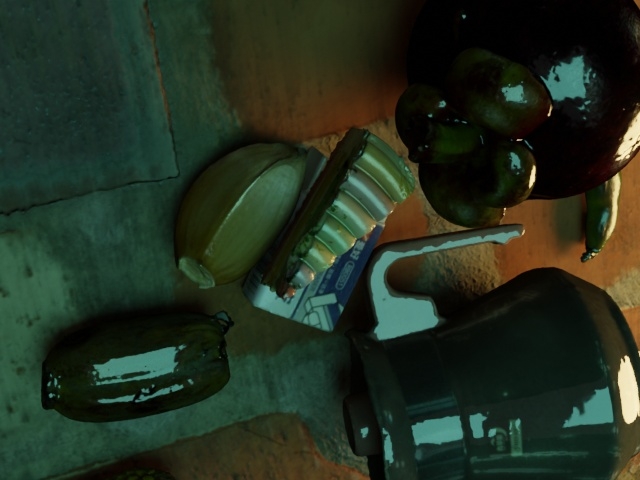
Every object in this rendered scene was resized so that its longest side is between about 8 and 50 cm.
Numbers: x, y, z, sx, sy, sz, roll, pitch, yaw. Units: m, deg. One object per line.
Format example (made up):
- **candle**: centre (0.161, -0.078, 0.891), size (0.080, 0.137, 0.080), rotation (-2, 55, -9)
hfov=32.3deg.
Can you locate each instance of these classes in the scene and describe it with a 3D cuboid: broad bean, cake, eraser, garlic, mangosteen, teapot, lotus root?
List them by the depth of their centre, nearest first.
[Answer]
- **mangosteen**: centre (0.223, -0.171, 1.282), size (0.347, 0.307, 0.307), rotation (-47, 122, -27)
- **cake**: centre (0.021, -0.019, 1.309), size (0.090, 0.109, 0.225), rotation (31, 93, -20)
- **garlic**: centre (-0.098, -0.046, 1.330), size (0.206, 0.115, 0.128), rotation (-52, 157, 7)
- **lotus root**: centre (-0.222, 0.154, 1.353), size (0.241, 0.123, 0.124), rotation (-9, 84, -15)
- **eraser**: centre (0.000, 0.000, 1.409), size (0.125, 0.068, 0.210), rotation (22, 101, -25)
- **teapot**: centre (0.205, 0.170, 1.446), size (0.362, 0.305, 0.376), rotation (-12, 94, -9)
- **broad bean**: centre (0.386, -0.087, 1.534), size (0.065, 0.046, 0.254), rotation (-10, 115, -3)

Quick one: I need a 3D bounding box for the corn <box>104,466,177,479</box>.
- **corn**: centre (-0.325, 0.388, 1.411), size (0.322, 0.119, 0.119), rotation (-30, 118, -13)
